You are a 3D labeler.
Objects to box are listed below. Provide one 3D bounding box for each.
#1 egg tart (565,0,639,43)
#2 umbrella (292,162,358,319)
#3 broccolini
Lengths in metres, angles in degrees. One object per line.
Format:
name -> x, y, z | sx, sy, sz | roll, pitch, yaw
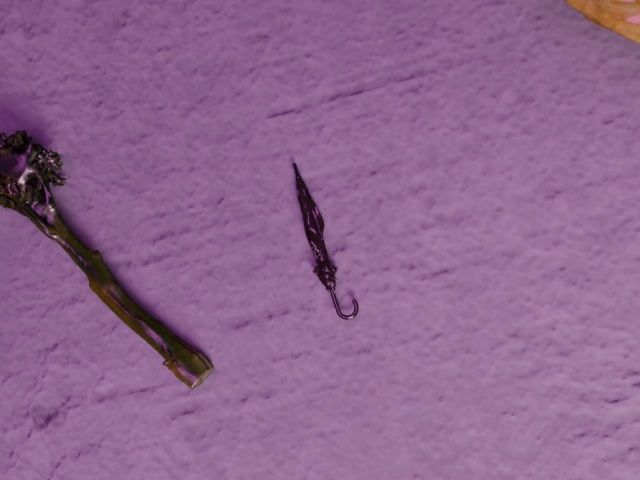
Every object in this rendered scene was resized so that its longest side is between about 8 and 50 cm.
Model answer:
egg tart -> 0.243, -0.261, 0.816 | 0.294, 0.123, 0.293 | -1, 86, 10
umbrella -> -0.003, 0.001, 0.901 | 0.022, 0.013, 0.122 | -22, 78, -2
broccolini -> -0.170, 0.012, 0.938 | 0.254, 0.071, 0.057 | 43, 53, 8
